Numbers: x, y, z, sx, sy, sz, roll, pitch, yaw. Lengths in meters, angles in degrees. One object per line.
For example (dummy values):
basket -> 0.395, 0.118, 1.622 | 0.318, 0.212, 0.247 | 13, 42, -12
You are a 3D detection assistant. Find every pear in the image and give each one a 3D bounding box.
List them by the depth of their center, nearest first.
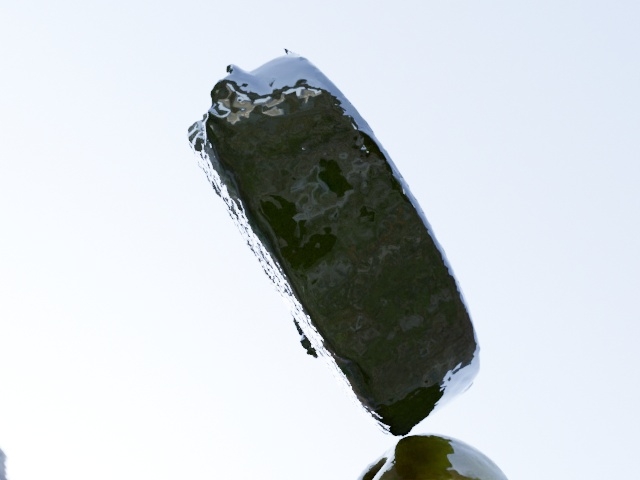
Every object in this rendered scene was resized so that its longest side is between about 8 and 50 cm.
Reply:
pear -> 0.104, 0.250, 0.838 | 0.162, 0.149, 0.149 | 38, -51, 10

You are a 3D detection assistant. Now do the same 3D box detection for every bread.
bread -> 0.000, 0.000, 0.872 | 0.382, 0.129, 0.366 | 62, -6, -36
